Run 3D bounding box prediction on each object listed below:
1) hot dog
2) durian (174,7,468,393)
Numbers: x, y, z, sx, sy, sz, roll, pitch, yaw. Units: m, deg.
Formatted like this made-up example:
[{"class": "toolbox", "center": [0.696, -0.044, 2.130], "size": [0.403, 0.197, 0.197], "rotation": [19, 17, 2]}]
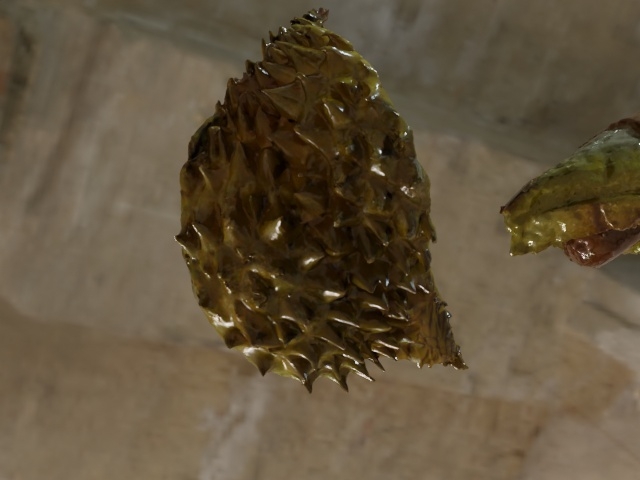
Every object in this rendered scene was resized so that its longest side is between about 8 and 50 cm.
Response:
[{"class": "hot dog", "center": [0.216, -0.042, 1.011], "size": [0.093, 0.261, 0.123], "rotation": [58, -18, 2]}, {"class": "durian", "center": [-0.012, -0.007, 1.296], "size": [0.185, 0.195, 0.305], "rotation": [-160, -129, -72]}]
